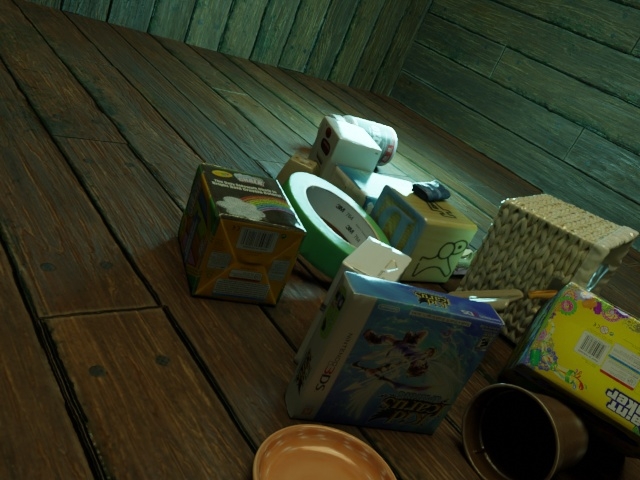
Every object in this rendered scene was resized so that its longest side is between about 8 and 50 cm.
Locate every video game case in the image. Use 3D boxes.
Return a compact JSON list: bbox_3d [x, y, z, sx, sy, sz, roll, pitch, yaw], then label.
[{"bbox_3d":[0.112,0.186,0.881,0.269,0.244,0.061,14,27,-22],"label":"video game case"}]

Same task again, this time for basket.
[{"bbox_3d":[0.573,0.071,1.445,0.266,0.328,0.331,37,29,31],"label":"basket"}]

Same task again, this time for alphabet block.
[{"bbox_3d":[0.252,-0.016,1.494,0.197,0.192,0.193,6,31,-36],"label":"alphabet block"}]

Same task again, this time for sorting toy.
[{"bbox_3d":[0.340,0.144,1.246,0.347,0.047,0.196,-5,0,29],"label":"sorting toy"}]

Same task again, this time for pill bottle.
[{"bbox_3d":[0.141,-0.388,2.185,0.283,0.161,0.161,7,29,-33],"label":"pill bottle"}]

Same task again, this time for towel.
[{"bbox_3d":[0.295,-0.132,1.505,0.067,0.029,0.119,40,28,29],"label":"towel"}]

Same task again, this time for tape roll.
[{"bbox_3d":[0.033,-0.027,1.350,0.321,0.077,0.321,34,23,-17],"label":"tape roll"}]

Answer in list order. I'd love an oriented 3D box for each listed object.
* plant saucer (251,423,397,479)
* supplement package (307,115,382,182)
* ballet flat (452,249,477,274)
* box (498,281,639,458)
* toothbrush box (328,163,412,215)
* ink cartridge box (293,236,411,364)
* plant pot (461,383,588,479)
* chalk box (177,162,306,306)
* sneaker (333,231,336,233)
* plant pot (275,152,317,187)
[{"bbox_3d":[0.006,0.322,0.736,0.199,0.037,0.200,14,22,-6],"label":"plant saucer"},{"bbox_3d":[0.065,-0.256,1.803,0.149,0.194,0.203,13,26,-22],"label":"supplement package"},{"bbox_3d":[0.424,0.063,1.625,0.221,0.079,0.077,6,29,-36],"label":"ballet flat"},{"bbox_3d":[0.526,0.252,1.065,0.290,0.177,0.279,32,-10,17],"label":"box"},{"bbox_3d":[0.186,-0.102,1.683,0.295,0.126,0.216,8,28,-32],"label":"toothbrush box"},{"bbox_3d":[0.059,0.119,0.997,0.092,0.219,0.160,30,24,11],"label":"ink cartridge box"},{"bbox_3d":[0.351,0.324,0.945,0.165,0.167,0.167,13,25,-43],"label":"plant pot"},{"bbox_3d":[-0.173,-0.030,1.145,0.180,0.179,0.289,11,26,-26],"label":"chalk box"},{"bbox_3d":[0.000,0.000,1.421,0.043,0.040,0.109,17,16,20],"label":"sneaker"},{"bbox_3d":[-0.066,-0.194,1.674,0.109,0.096,0.109,25,25,1],"label":"plant pot"}]
